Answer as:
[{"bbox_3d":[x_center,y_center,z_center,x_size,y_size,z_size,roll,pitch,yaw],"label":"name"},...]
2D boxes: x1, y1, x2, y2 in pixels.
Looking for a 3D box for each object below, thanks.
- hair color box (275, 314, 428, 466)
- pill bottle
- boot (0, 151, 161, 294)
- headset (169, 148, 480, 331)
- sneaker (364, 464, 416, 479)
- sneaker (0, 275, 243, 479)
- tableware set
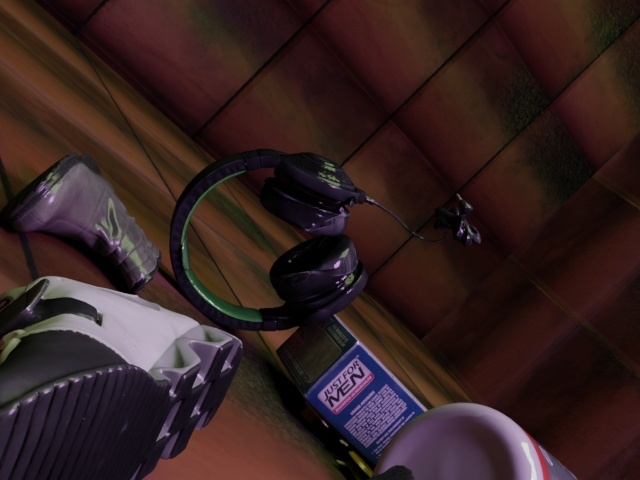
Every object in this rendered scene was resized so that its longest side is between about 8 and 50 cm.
[{"bbox_3d":[0.101,0.260,1.200,0.347,0.105,0.174,47,-3,-19],"label":"hair color box"},{"bbox_3d":[0.233,0.357,1.029,0.363,0.210,0.210,42,5,-41],"label":"pill bottle"},{"bbox_3d":[-0.234,-0.010,0.911,0.161,0.083,0.246,51,5,-9],"label":"boot"},{"bbox_3d":[0.000,0.000,1.126,0.185,0.394,0.243,-124,-153,-70],"label":"headset"},{"bbox_3d":[0.052,0.279,0.856,0.089,0.170,0.051,0,-75,48],"label":"sneaker"},{"bbox_3d":[-0.165,0.089,0.518,0.146,0.122,0.330,28,3,9],"label":"sneaker"},{"bbox_3d":[0.028,0.274,1.118,0.154,0.024,0.104,45,-3,17],"label":"tableware set"}]
